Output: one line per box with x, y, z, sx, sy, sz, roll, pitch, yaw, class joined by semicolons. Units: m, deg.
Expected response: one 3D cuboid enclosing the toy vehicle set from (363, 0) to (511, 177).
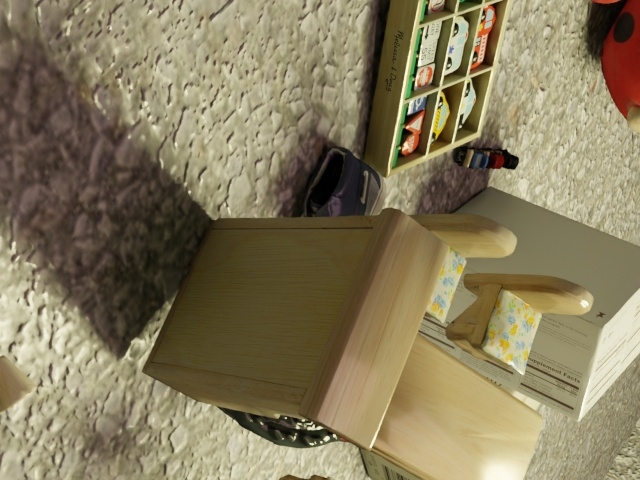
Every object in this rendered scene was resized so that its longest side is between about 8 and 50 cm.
0.130;-0.208;1.214;0.166;0.035;0.267;-26;138;-38;toy vehicle set

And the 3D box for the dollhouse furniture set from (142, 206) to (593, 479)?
0.086;0.139;1.039;0.394;0.256;0.362;34;71;-32;dollhouse furniture set

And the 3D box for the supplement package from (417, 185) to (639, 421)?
0.268;0.070;1.465;0.204;0.261;0.145;-33;139;-45;supplement package

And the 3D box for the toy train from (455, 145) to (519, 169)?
0.217;-0.103;1.481;0.158;0.036;0.027;-4;116;-58;toy train

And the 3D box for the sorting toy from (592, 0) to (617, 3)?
0.361;-0.481;1.398;0.126;0.127;0.366;14;98;-31;sorting toy

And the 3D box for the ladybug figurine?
0.535;-0.341;1.662;0.449;0.161;0.305;-55;169;-22;ladybug figurine

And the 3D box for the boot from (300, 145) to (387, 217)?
0.000;0.000;1.179;0.086;0.069;0.190;34;74;-54;boot

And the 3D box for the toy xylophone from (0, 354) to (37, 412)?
-0.277;0.059;0.602;0.323;0.081;0.236;55;47;-12;toy xylophone

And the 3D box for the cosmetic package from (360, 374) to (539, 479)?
0.199;0.220;1.586;0.296;0.153;0.129;-52;150;-26;cosmetic package

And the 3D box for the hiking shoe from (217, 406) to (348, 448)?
-0.024;0.160;1.203;0.304;0.132;0.113;24;76;-39;hiking shoe
